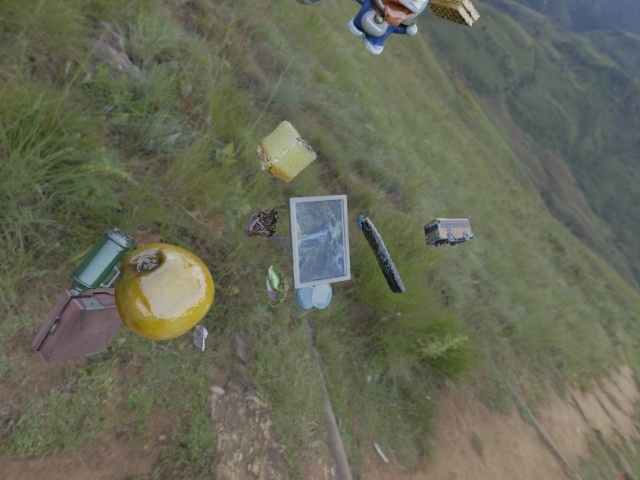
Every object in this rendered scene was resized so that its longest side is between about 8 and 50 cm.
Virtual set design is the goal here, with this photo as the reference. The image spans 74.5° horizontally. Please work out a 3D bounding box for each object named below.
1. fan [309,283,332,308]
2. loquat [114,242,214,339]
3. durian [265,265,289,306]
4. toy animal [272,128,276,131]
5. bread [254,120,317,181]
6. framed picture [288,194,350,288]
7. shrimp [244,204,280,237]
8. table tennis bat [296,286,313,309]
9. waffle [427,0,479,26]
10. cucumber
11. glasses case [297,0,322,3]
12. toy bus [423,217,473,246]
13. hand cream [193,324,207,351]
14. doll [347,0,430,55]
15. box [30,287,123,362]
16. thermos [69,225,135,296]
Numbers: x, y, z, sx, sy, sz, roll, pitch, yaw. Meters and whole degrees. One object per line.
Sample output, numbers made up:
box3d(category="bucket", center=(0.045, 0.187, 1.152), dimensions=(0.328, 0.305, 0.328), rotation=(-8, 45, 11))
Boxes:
box3d(category="fan", center=(-0.013, 0.205, 1.686), dimensions=(0.175, 0.005, 0.113), rotation=(40, 66, -38))
box3d(category="loquat", center=(-0.437, 0.148, 1.199), dimensions=(0.275, 0.275, 0.275), rotation=(29, 35, -23))
box3d(category="durian", center=(-0.194, 0.222, 1.935), dimensions=(0.095, 0.137, 0.221), rotation=(4, 29, -17))
box3d(category="toy animal", center=(-0.169, -0.416, 1.768), dimensions=(0.062, 0.108, 0.220), rotation=(0, 32, -1))
box3d(category="bread", center=(-0.103, -0.257, 1.256), dimensions=(0.152, 0.147, 0.127), rotation=(37, 24, -49))
box3d(category="framed picture", center=(0.000, 0.000, 1.520), dimensions=(0.240, 0.020, 0.324), rotation=(-5, 97, -29))
box3d(category="shrimp", center=(-0.254, -0.079, 1.877), dimensions=(0.145, 0.343, 0.116), rotation=(7, 74, -25))
box3d(category="table tennis bat", center=(-0.058, 0.217, 1.792), dimensions=(0.100, 0.019, 0.155), rotation=(24, 60, -33))
box3d(category="waffle", center=(0.372, -0.669, 1.206), dimensions=(0.102, 0.042, 0.148), rotation=(13, 25, -49))
box3d(category="cucumber", center=(0.175, 0.038, 1.201), dimensions=(0.044, 0.043, 0.257), rotation=(-40, 107, -44))
box3d(category="glasses case", center=(-0.022, -0.853, 1.430), dimensions=(0.321, 0.122, 0.082), rotation=(-106, 179, -57))
box3d(category="toy bus", center=(0.496, -0.035, 1.643), dimensions=(0.182, 0.091, 0.103), rotation=(-2, 73, -29))
box3d(category="hand cream", center=(-0.434, 0.343, 1.523), dimensions=(0.050, 0.257, 0.084), rotation=(6, 82, -15))
box3d(category="doll", center=(0.176, -0.625, 1.105), dimensions=(0.215, 0.257, 0.161), rotation=(37, 51, -7))
box3d(category="box", center=(-0.710, 0.253, 1.275), dimensions=(0.086, 0.215, 0.215), rotation=(39, 8, 20))
box3d(category="thermos", center=(-0.561, 0.059, 1.073), dimensions=(0.073, 0.188, 0.083), rotation=(32, -9, 33))
